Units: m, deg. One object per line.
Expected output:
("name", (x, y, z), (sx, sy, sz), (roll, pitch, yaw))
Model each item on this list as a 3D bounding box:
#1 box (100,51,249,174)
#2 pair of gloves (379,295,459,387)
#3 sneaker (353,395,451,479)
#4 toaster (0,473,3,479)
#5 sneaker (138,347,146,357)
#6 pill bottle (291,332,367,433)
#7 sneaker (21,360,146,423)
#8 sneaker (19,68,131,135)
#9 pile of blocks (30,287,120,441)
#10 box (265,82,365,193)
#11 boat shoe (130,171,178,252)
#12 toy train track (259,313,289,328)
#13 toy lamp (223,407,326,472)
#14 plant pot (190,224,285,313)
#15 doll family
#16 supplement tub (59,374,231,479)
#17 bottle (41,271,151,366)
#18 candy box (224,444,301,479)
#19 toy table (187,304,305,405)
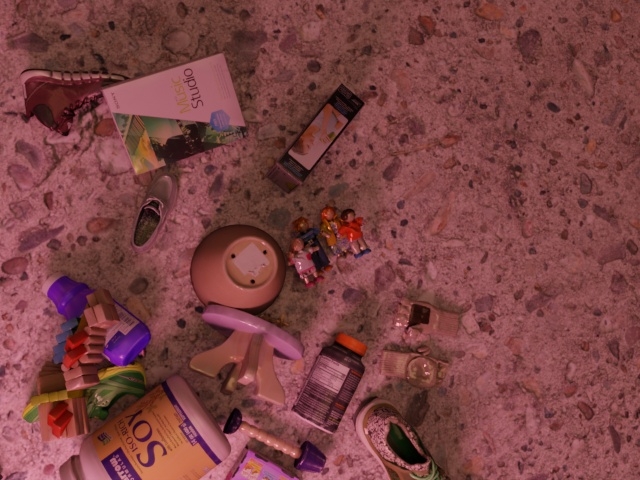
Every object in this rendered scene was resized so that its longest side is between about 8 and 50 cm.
("box", (-0.372, -0.332, 1.607), (0.322, 0.058, 0.232), (-22, 115, -14))
("pair of gloves", (0.284, 0.291, 1.740), (0.204, 0.042, 0.240), (19, 80, -11))
("sneaker", (0.247, 0.602, 1.620), (0.158, 0.182, 0.410), (-40, 93, -15))
("toaster", (-0.860, 0.569, 1.400), (0.168, 0.110, 0.185), (41, 76, -5))
("sneaker", (-0.486, 0.250, 1.565), (0.057, 0.047, 0.119), (-29, 83, -9))
("pill bottle", (0.034, 0.369, 1.625), (0.131, 0.130, 0.245), (30, 77, -8))
("sneaker", (-0.567, 0.386, 1.492), (0.296, 0.109, 0.123), (-17, 83, -15))
("sneaker", (-0.618, -0.349, 1.588), (0.282, 0.106, 0.162), (0, 95, -9))
("pile of blocks", (-0.567, 0.276, 1.378), (0.149, 0.112, 0.361), (12, 80, 6))
("box", (-0.017, -0.271, 1.675), (0.087, 0.169, 0.290), (40, 75, -8))
("boat shoe", (-0.428, -0.076, 1.595), (0.079, 0.081, 0.227), (21, 79, -10))
("toy train track", (-0.124, 0.216, 1.668), (0.083, 0.014, 0.048), (18, 86, -5))
("toy lamp", (-0.114, 0.523, 1.599), (0.275, 0.080, 0.080), (29, 78, -9))
("plant pot", (-0.192, 0.066, 1.536), (0.257, 0.274, 0.256), (2, 82, -13))
("doll family", (0.000, 0.000, 1.670), (0.263, 0.118, 0.163), (-30, 109, -22))
("supplement tub", (-0.405, 0.503, 1.448), (0.331, 0.241, 0.241), (-35, 92, -15))
("bottle", (-0.552, 0.184, 1.505), (0.283, 0.092, 0.118), (35, 60, 9))
("candy box", (-0.171, 0.654, 1.573), (0.165, 0.070, 0.196), (34, 76, -8))
("toy table", (-0.189, 0.291, 1.543), (0.275, 0.252, 0.160), (20, 62, -2))
